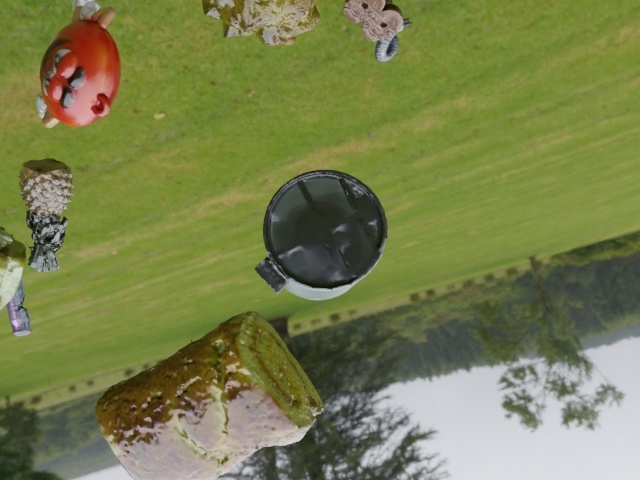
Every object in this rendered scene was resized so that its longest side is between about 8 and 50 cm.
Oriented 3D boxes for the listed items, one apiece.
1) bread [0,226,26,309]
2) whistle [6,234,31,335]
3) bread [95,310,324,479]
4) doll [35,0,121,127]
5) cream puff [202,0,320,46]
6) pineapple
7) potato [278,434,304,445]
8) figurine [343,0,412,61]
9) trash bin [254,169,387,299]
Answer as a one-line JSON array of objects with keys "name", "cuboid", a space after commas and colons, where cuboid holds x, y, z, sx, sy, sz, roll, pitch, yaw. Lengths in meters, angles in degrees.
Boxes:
[{"name": "bread", "cuboid": [-0.521, 0.009, 0.876, 0.257, 0.124, 0.186, 23, 178, 12]}, {"name": "whistle", "cuboid": [-0.533, 0.078, 1.097, 0.033, 0.176, 0.033, -10, -176, 1]}, {"name": "bread", "cuboid": [-0.101, 0.155, 0.578, 0.172, 0.132, 0.103, -30, -169, 19]}, {"name": "doll", "cuboid": [-0.316, -0.221, 0.810, 0.085, 0.217, 0.183, 14, 129, -43]}, {"name": "cream puff", "cuboid": [-0.118, -0.482, 1.219, 0.244, 0.244, 0.196, -25, -165, 33]}, {"name": "pineapple", "cuboid": [-0.382, -0.032, 0.881, 0.074, 0.159, 0.074, 9, -157, -4]}, {"name": "potato", "cuboid": [-0.159, 0.367, 1.443, 0.141, 0.298, 0.176, -56, -175, -35]}, {"name": "figurine", "cuboid": [0.130, -0.575, 1.261, 0.186, 0.381, 0.261, -13, 140, 27]}, {"name": "trash bin", "cuboid": [0.000, 0.000, 1.222, 0.277, 0.217, 0.262, -39, 175, -9]}]
